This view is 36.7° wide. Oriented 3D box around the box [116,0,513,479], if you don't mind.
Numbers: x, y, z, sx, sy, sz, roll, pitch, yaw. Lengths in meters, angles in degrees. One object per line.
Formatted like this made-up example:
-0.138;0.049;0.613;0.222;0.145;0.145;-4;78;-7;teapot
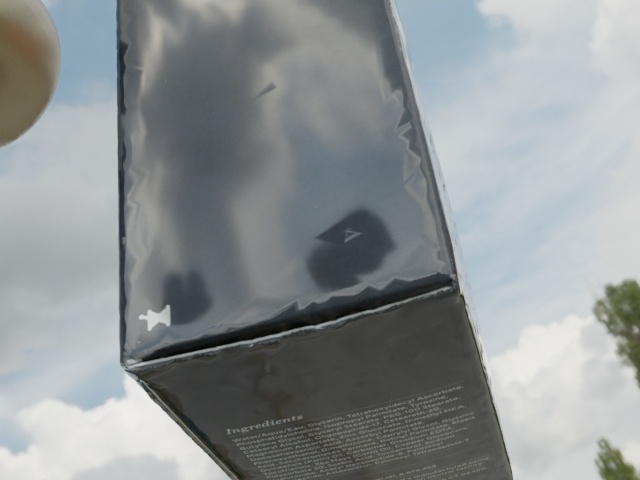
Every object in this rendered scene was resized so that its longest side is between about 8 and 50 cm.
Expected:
0.000;0.000;1.057;0.297;0.480;0.472;-15;-35;9;box

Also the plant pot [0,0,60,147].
-0.521;-0.266;1.318;0.284;0.284;0.191;-29;-1;0;plant pot
